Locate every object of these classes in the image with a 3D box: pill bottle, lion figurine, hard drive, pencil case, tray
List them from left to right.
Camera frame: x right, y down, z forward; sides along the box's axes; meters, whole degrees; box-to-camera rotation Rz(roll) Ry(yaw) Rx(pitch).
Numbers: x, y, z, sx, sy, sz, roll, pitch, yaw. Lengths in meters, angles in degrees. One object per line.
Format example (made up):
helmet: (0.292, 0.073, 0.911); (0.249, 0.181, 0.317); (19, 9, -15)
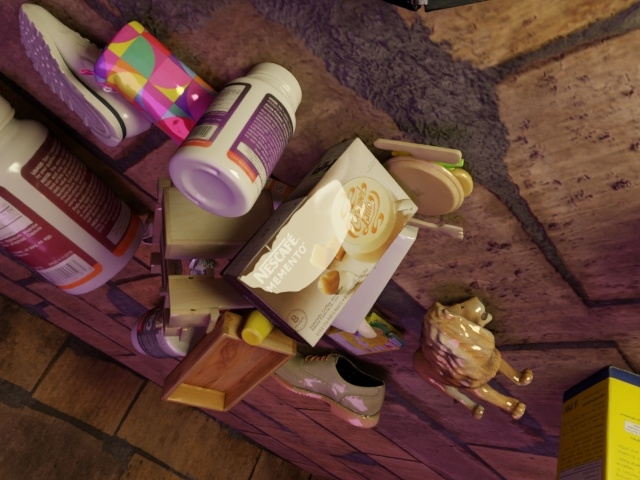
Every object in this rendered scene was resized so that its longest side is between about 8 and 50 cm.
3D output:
pill bottle: (-0.560, -0.090, 0.947); (0.224, 0.224, 0.392); (-1, 140, 34)
pill bottle: (-0.454, 0.273, 1.464); (0.161, 0.161, 0.283); (42, 143, -26)
pencil case: (-0.200, -0.191, 0.682); (0.236, 0.104, 0.104); (38, 145, -20)
tray: (-0.259, 0.345, 1.327); (0.202, 0.076, 0.411); (23, 131, -26)
pill bottle: (-0.096, -0.133, 0.609); (0.108, 0.193, 0.108); (17, 148, 11)
hard drive: (0.022, 0.044, 0.886); (0.203, 0.040, 0.307); (24, 138, 1)
lion figurine: (0.268, 0.254, 0.995); (0.240, 0.142, 0.392); (30, 152, 4)

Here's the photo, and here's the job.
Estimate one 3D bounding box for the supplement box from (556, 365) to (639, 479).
supplement box: (0.563, 0.450, 0.879); (0.195, 0.356, 0.194); (19, 148, 9)

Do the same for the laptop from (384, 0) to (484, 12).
laptop: (0.091, -0.326, 0.378); (0.264, 0.136, 0.234); (37, 156, 31)

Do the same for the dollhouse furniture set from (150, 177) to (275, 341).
dollhouse furniture set: (-0.202, 0.070, 0.868); (0.173, 0.303, 0.355); (0, 147, -22)

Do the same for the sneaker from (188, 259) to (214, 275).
sneaker: (-0.277, 0.056, 1.149); (0.058, 0.052, 0.135); (15, 156, -5)

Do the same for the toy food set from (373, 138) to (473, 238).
toy food set: (0.148, -0.081, 0.684); (0.132, 0.038, 0.192); (16, 153, 25)

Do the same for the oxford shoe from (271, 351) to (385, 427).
oxford shoe: (0.003, 0.362, 1.367); (0.397, 0.140, 0.147); (22, 112, 17)

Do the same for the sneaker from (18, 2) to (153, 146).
sneaker: (-0.341, -0.248, 0.714); (0.235, 0.095, 0.090); (51, 148, -5)

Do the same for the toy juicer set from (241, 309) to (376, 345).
toy juicer set: (-0.051, 0.126, 1.082); (0.329, 0.089, 0.209); (-8, 116, 23)

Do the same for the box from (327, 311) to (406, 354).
box: (0.110, 0.218, 1.131); (0.105, 0.043, 0.179); (38, 148, -20)

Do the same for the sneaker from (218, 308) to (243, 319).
sneaker: (-0.292, 0.181, 1.320); (0.128, 0.087, 0.221); (18, 136, 25)

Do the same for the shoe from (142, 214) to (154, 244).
shoe: (-0.295, -0.007, 1.049); (0.219, 0.058, 0.076); (8, 145, 24)

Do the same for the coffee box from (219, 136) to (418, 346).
coffee box: (0.000, 0.000, 0.665); (0.141, 0.246, 0.098); (46, 161, -18)

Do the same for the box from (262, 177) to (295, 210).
box: (-0.115, -0.086, 0.849); (0.136, 0.028, 0.081); (25, 148, 3)
